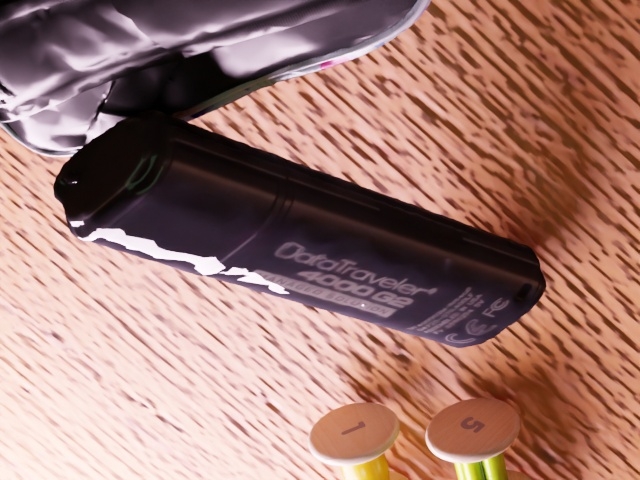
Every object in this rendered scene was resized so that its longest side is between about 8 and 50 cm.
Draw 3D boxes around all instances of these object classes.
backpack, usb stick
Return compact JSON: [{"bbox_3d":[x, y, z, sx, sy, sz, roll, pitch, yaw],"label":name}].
[{"bbox_3d":[-0.061,-0.171,0.772,0.253,0.191,0.225,-12,127,34],"label":"backpack"},{"bbox_3d":[0.000,0.000,0.872,0.278,0.045,0.077,18,135,-43],"label":"usb stick"}]

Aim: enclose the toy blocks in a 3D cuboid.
[{"bbox_3d":[0.067,0.164,1.046,0.123,0.054,0.148,-3,122,20],"label":"toy blocks"}]
